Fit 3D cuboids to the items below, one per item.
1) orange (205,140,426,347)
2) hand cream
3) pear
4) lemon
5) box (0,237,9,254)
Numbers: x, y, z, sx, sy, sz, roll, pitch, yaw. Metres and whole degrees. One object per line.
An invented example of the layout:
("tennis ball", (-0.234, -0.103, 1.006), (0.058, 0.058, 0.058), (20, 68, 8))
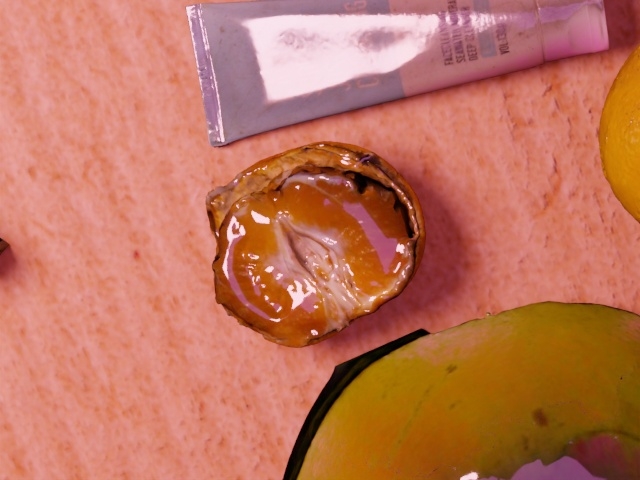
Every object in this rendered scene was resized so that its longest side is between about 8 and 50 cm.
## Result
("orange", (0.000, 0.000, 1.414), (0.170, 0.112, 0.160), (25, 105, 22))
("hand cream", (0.057, -0.152, 1.427), (0.312, 0.070, 0.111), (-11, 96, 4))
("pear", (0.164, 0.238, 1.400), (0.399, 0.165, 0.399), (0, 94, 0))
("lemon", (0.292, -0.085, 1.373), (0.173, 0.173, 0.206), (17, 134, -1))
("box", (-0.282, -0.008, 1.428), (0.083, 0.079, 0.035), (41, 94, -4))
